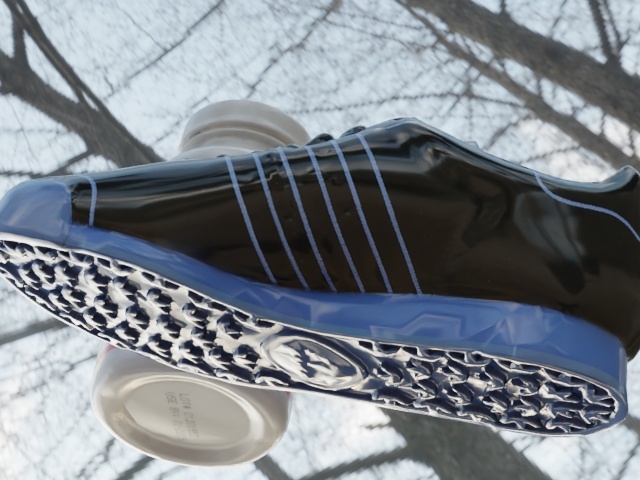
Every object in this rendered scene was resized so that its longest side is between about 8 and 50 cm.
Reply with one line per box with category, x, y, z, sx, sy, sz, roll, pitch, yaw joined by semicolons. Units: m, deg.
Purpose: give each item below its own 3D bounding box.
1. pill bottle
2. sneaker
pill bottle;-0.045;0.015;0.612;0.087;0.160;0.087;6;-39;5
sneaker;0.000;0.000;0.471;0.232;0.090;0.081;12;-30;12
